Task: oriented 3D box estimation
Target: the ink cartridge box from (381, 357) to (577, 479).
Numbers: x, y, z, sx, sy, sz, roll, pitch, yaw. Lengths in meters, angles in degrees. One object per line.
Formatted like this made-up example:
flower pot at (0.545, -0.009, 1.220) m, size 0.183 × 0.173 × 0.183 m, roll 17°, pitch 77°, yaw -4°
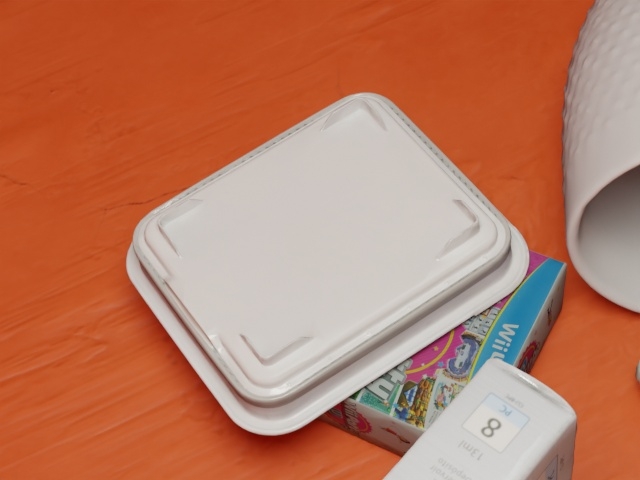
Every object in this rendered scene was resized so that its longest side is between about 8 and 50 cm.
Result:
ink cartridge box at (0.052, 0.314, 1.065) m, size 0.091 × 0.308 × 0.385 m, roll 33°, pitch 65°, yaw 25°

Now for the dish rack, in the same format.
dish rack at (0.000, 0.000, 1.314) m, size 0.333 × 0.072 × 0.285 m, roll -32°, pitch 59°, yaw -13°

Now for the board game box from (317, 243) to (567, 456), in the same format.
board game box at (0.058, 0.076, 1.353) m, size 0.303 × 0.097 × 0.224 m, roll 21°, pitch 62°, yaw 18°

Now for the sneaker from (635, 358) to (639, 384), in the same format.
sneaker at (0.404, 0.100, 1.309) m, size 0.232 × 0.090 × 0.115 m, roll -16°, pitch 38°, yaw -15°

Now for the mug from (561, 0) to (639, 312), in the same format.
mug at (0.415, -0.144, 1.330) m, size 0.374 × 0.276 × 0.328 m, roll -20°, pitch 46°, yaw 29°
